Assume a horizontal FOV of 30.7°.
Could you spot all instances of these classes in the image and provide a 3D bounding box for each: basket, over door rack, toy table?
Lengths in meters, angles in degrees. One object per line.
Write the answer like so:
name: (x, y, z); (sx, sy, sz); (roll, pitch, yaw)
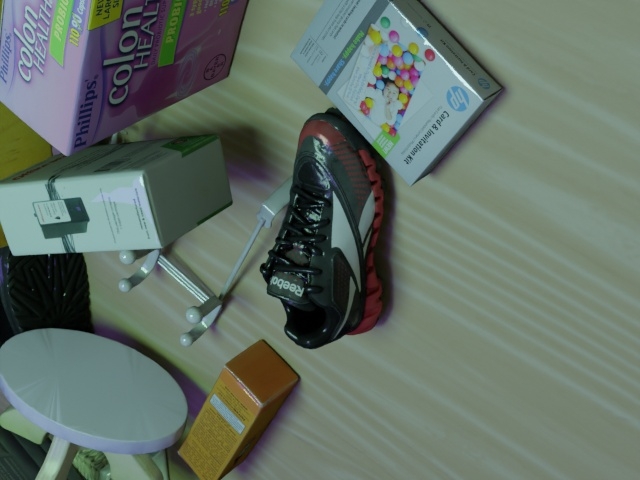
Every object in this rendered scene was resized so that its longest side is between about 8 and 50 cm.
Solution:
basket: (-0.306, 0.369, 1.787); (0.103, 0.113, 0.167); (26, 130, 35)
over door rack: (-0.192, -0.028, 1.407); (0.239, 0.108, 0.324); (41, 137, 5)
toy table: (-0.324, 0.252, 1.619); (0.274, 0.252, 0.160); (31, 130, 19)

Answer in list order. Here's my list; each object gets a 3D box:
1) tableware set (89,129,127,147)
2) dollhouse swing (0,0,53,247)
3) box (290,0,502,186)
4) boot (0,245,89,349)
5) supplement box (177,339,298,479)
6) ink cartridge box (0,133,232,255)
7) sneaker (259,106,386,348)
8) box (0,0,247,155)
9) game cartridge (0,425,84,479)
tableware set: (-0.274, -0.160, 1.480); (0.104, 0.024, 0.154); (28, 135, 28)
dollhouse swing: (-0.467, -0.201, 1.372); (0.305, 0.315, 0.346); (36, 135, 38)
box: (0.069, -0.165, 1.140); (0.186, 0.038, 0.145); (48, 139, 8)
boot: (-0.478, 0.083, 1.749); (0.260, 0.131, 0.347); (23, 130, 32)
supplement box: (-0.113, 0.233, 1.539); (0.080, 0.078, 0.233); (43, 137, 15)
ink cartridge box: (-0.226, -0.050, 1.273); (0.209, 0.153, 0.086); (-2, 109, 29)
sneaker: (0.000, 0.000, 1.239); (0.098, 0.135, 0.276); (21, 127, 35)
box: (-0.193, -0.238, 1.187); (0.117, 0.243, 0.213); (39, 136, 19)
game cartridge: (-0.394, 0.391, 1.632); (0.355, 0.230, 0.068); (44, 110, 22)
